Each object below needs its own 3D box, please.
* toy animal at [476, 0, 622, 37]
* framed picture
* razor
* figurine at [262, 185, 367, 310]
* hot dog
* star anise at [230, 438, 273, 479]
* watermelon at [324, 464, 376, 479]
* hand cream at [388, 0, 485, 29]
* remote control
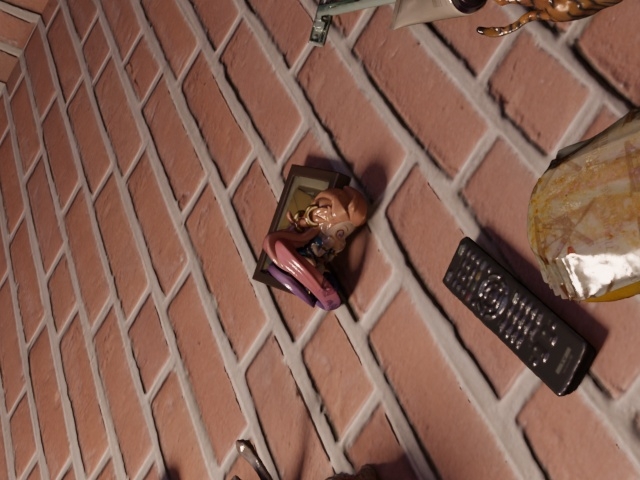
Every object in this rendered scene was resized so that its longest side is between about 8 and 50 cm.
[{"bbox_3d":[0.263,-0.264,1.256,0.255,0.114,0.116,-26,94,55],"label":"toy animal"},{"bbox_3d":[-0.027,-0.015,1.614,0.128,0.023,0.168,16,86,59],"label":"framed picture"},{"bbox_3d":[0.050,-0.323,1.665,0.211,0.036,0.084,-2,73,58],"label":"razor"},{"bbox_3d":[-0.009,0.001,1.492,0.114,0.126,0.157,14,84,29],"label":"figurine"},{"bbox_3d":[0.299,-0.042,1.064,0.270,0.082,0.162,-26,59,39],"label":"hot dog"},{"bbox_3d":[-0.085,0.362,1.418,0.209,0.089,0.231,33,107,46],"label":"star anise"},{"bbox_3d":[0.041,0.298,1.305,0.098,0.121,0.158,-45,-9,11],"label":"watermelon"},{"bbox_3d":[0.141,-0.302,1.495,0.186,0.054,0.087,17,94,62],"label":"hand cream"},{"bbox_3d":[0.192,0.071,1.215,0.063,0.025,0.245,-62,32,14],"label":"remote control"}]
